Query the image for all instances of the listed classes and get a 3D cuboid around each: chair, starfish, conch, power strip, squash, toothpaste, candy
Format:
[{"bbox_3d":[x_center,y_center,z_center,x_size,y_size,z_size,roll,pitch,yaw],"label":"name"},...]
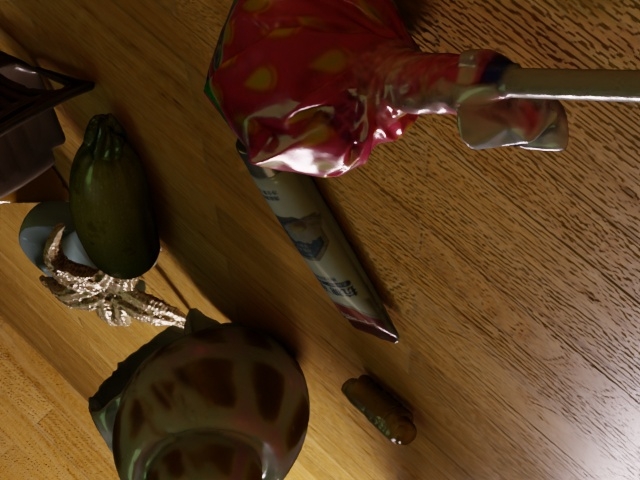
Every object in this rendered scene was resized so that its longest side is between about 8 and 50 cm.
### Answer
[{"bbox_3d":[-0.342,-0.114,1.471,0.326,0.176,0.183,38,153,46],"label":"chair"},{"bbox_3d":[-0.257,0.059,1.770,0.236,0.062,0.277,35,147,-31],"label":"starfish"},{"bbox_3d":[-0.134,0.197,1.523,0.368,0.249,0.197,-44,-65,-73],"label":"conch"},{"bbox_3d":[-0.311,0.022,1.836,0.137,0.044,0.216,9,149,26],"label":"power strip"},{"bbox_3d":[-0.218,-0.034,1.494,0.094,0.094,0.341,42,162,14],"label":"squash"},{"bbox_3d":[0.000,0.000,1.140,0.062,0.039,0.239,19,151,43],"label":"toothpaste"},{"bbox_3d":[0.078,-0.081,0.698,0.365,0.124,0.124,8,140,47],"label":"candy"}]

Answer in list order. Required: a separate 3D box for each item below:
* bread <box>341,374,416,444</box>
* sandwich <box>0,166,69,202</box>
[{"bbox_3d":[0.058,0.161,1.370,0.088,0.033,0.049,41,177,30],"label":"bread"},{"bbox_3d":[-0.435,-0.066,1.791,0.117,0.187,0.144,27,149,48],"label":"sandwich"}]
